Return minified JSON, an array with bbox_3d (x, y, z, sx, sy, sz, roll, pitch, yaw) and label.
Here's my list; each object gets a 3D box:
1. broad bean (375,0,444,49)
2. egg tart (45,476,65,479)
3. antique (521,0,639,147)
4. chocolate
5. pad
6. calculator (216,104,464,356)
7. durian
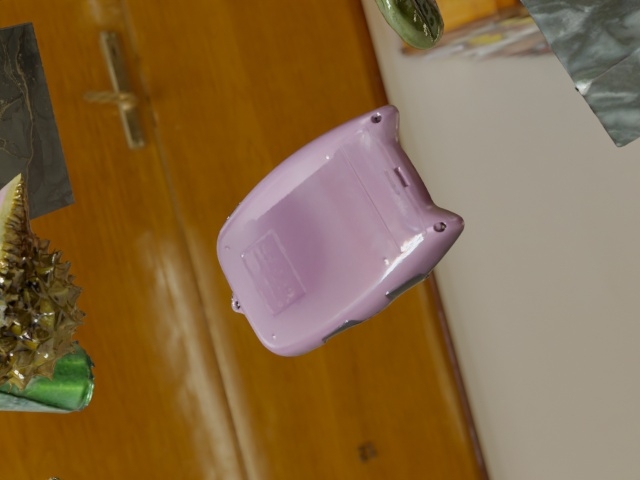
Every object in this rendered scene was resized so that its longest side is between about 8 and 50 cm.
[{"bbox_3d":[0.087,-0.337,1.464,0.153,0.206,0.072,10,131,-44],"label":"broad bean"},{"bbox_3d":[-0.360,0.389,1.579,0.130,0.130,0.052,-16,-177,43],"label":"egg tart"},{"bbox_3d":[0.241,-0.179,0.976,0.088,0.183,0.086,-33,132,15],"label":"antique"},{"bbox_3d":[-0.466,0.188,1.573,0.291,0.110,0.110,7,165,-38],"label":"chocolate"},{"bbox_3d":[-0.457,-0.106,1.351,0.007,0.247,0.367,2,-161,40],"label":"pad"},{"bbox_3d":[-0.001,0.000,1.187,0.294,0.194,0.043,-37,165,31],"label":"calculator"},{"bbox_3d":[-0.301,0.046,1.128,0.140,0.224,0.078,0,-174,-16],"label":"durian"}]
